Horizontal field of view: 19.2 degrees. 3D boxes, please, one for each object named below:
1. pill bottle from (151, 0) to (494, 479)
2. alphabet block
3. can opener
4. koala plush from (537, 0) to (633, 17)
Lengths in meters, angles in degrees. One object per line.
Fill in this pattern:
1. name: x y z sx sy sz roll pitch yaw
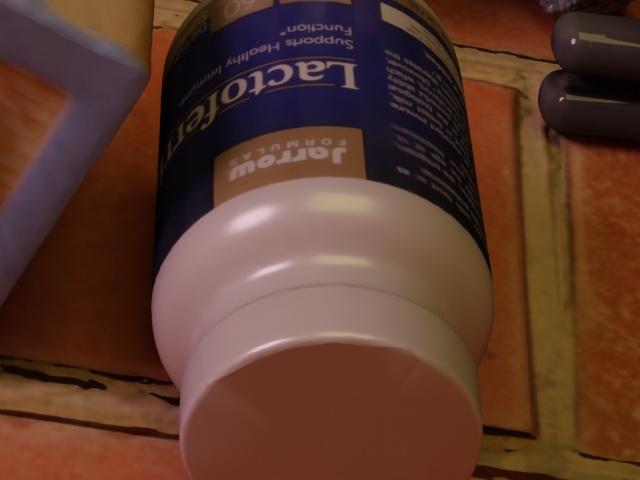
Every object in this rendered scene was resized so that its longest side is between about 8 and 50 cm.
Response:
1. pill bottle: 0.000 0.000 0.867 0.153 0.153 0.264 6 40 -8
2. alphabet block: -0.197 -0.100 0.861 0.193 0.192 0.197 27 32 -20
3. can opener: 0.270 -0.071 1.079 0.283 0.076 0.095 6 30 -7
4. koala plush: 0.074 -0.244 1.170 0.221 0.203 0.196 -16 45 -14
